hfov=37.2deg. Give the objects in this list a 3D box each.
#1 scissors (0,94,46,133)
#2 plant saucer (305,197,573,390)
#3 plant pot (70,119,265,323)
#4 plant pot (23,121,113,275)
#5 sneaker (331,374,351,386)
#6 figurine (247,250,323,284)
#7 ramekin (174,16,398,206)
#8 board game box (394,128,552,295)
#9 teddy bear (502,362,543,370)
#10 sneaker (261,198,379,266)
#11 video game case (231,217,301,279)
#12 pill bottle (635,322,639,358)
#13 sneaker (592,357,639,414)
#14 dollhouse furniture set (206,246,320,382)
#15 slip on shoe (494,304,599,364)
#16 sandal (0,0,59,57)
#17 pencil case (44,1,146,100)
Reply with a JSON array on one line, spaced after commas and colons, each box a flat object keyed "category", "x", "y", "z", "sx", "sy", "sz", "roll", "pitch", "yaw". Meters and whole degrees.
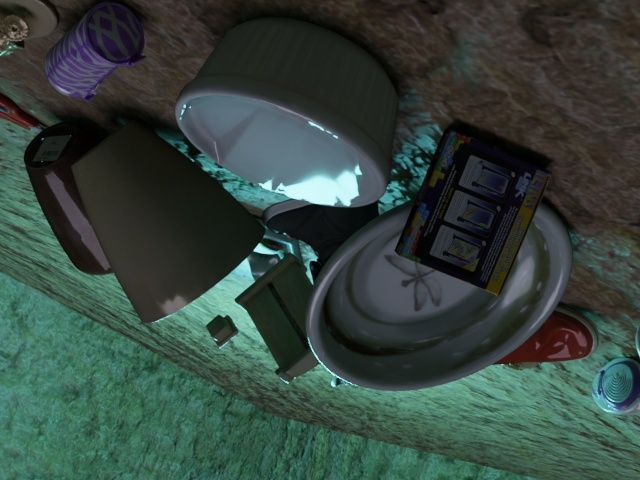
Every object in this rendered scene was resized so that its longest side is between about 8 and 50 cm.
[{"category": "scissors", "x": -0.510, "y": -0.203, "z": 1.713, "sx": 0.297, "sy": 0.021, "sz": 0.109, "roll": 28, "pitch": 159, "yaw": -17}, {"category": "plant saucer", "x": 0.164, "y": 0.056, "z": 1.388, "sx": 0.400, "sy": 0.101, "sz": 0.401, "roll": -10, "pitch": 135, "yaw": -10}, {"category": "plant pot", "x": -0.273, "y": -0.050, "z": 1.555, "sx": 0.274, "sy": 0.256, "sz": 0.256, "roll": 54, "pitch": 152, "yaw": -15}, {"category": "plant pot", "x": -0.412, "y": -0.091, "z": 1.681, "sx": 0.215, "sy": 0.215, "sz": 0.230, "roll": 9, "pitch": 147, "yaw": 32}, {"category": "sneaker", "x": 0.160, "y": 0.221, "z": 2.073, "sx": 0.330, "sy": 0.146, "sz": 0.122, "roll": -12, "pitch": 178, "yaw": 20}, {"category": "figurine", "x": -0.040, "y": 0.099, "z": 1.869, "sx": 0.214, "sy": 0.092, "sz": 0.209, "roll": 10, "pitch": 144, "yaw": 16}, {"category": "ramekin", "x": -0.030, "y": -0.157, "z": 1.154, "sx": 0.272, "sy": 0.127, "sz": 0.273, "roll": 18, "pitch": 163, "yaw": 6}, {"category": "board game box", "x": 0.191, "y": -0.036, "z": 1.195, "sx": 0.141, "sy": 0.170, "sz": 0.048, "roll": 23, "pitch": -175, "yaw": -6}, {"category": "teddy bear", "x": 0.283, "y": 0.181, "z": 1.869, "sx": 0.337, "sy": 0.113, "sz": 0.245, "roll": -2, "pitch": 158, "yaw": 34}, {"category": "sneaker", "x": 0.000, "y": 0.000, "z": 1.512, "sx": 0.104, "sy": 0.147, "sz": 0.295, "roll": -12, "pitch": 179, "yaw": -32}, {"category": "video game case", "x": -0.184, "y": 0.007, "z": 1.934, "sx": 0.299, "sy": 0.036, "sz": 0.329, "roll": 16, "pitch": 161, "yaw": 8}, {"category": "pill bottle", "x": 0.576, "y": 0.192, "z": 1.518, "sx": 0.121, "sy": 0.121, "sz": 0.221, "roll": 10, "pitch": 159, "yaw": 29}, {"category": "sneaker", "x": 0.636, "y": 0.290, "z": 1.746, "sx": 0.152, "sy": 0.114, "sz": 0.305, "roll": 31, "pitch": 159, "yaw": -26}, {"category": "dollhouse furniture set", "x": 0.024, "y": 0.176, "z": 1.675, "sx": 0.174, "sy": 0.355, "sz": 0.303, "roll": 43, "pitch": -170, "yaw": -48}, {"category": "slip on shoe", "x": 0.322, "y": 0.177, "z": 1.686, "sx": 0.331, "sy": 0.101, "sz": 0.123, "roll": 1, "pitch": 119, "yaw": 21}, {"category": "sandal", "x": -0.455, "y": -0.282, "z": 1.331, "sx": 0.240, "sy": 0.079, "sz": 0.088, "roll": 3, "pitch": 155, "yaw": 42}, {"category": "pencil case", "x": -0.301, "y": -0.244, "z": 1.255, "sx": 0.206, "sy": 0.086, "sz": 0.088, "roll": -11, "pitch": 110, "yaw": 61}]
